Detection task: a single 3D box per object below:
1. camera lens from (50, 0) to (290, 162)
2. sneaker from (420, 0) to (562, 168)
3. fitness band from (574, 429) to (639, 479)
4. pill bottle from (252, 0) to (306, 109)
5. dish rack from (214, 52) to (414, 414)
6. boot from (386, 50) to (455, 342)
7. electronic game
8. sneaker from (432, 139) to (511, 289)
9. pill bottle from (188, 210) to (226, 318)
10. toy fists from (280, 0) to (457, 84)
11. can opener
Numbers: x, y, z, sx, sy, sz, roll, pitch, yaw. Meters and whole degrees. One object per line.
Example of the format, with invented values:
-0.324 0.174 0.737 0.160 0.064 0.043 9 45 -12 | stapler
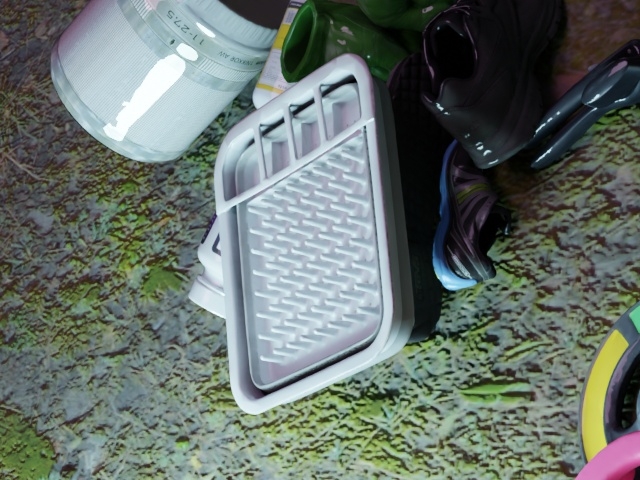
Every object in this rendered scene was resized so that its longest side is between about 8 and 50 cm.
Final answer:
-0.193 -0.251 2.299 0.274 0.219 0.219 -44 43 28 | camera lens
0.171 -0.215 1.887 0.109 0.130 0.286 -31 36 37 | sneaker
0.276 0.299 1.542 0.209 0.054 0.291 40 113 45 | fitness band
-0.019 -0.191 2.151 0.103 0.103 0.184 21 89 53 | pill bottle
0.000 0.000 1.898 0.285 0.072 0.333 -29 59 47 | dish rack
0.036 -0.038 1.997 0.222 0.118 0.338 -10 62 50 | boot
0.319 0.144 1.609 0.229 0.048 0.229 -27 52 41 | electronic game
0.164 -0.034 1.890 0.078 0.067 0.188 -5 59 20 | sneaker
-0.078 -0.004 2.125 0.108 0.108 0.193 33 98 53 | pill bottle
0.068 -0.252 2.000 0.279 0.142 0.096 120 148 -43 | toy fists
0.265 -0.138 1.815 0.186 0.073 0.059 -41 52 44 | can opener
